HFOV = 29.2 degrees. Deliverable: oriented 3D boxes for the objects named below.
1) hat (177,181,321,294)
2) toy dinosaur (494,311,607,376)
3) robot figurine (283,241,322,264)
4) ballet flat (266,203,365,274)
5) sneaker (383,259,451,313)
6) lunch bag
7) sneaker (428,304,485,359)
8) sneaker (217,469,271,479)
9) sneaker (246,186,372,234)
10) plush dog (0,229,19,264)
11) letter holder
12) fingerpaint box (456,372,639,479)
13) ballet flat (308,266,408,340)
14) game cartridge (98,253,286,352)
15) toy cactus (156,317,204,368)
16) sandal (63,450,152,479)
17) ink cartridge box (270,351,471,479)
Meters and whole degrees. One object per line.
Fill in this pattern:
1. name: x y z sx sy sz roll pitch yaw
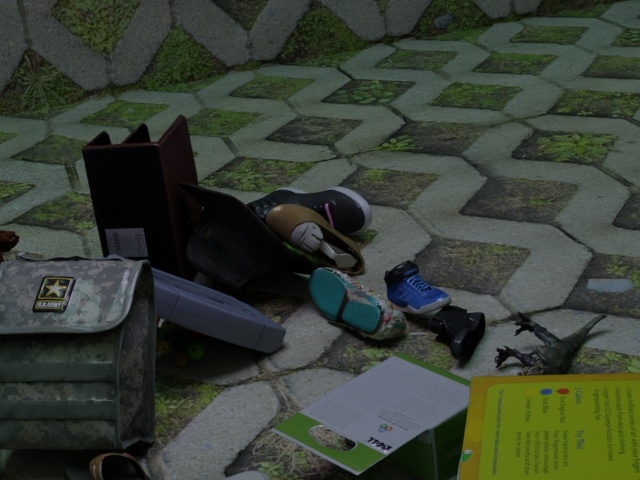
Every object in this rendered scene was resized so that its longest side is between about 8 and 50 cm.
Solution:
1. hat: -0.164 0.021 2.261 0.331 0.331 0.134 23 75 51
2. toy dinosaur: 0.346 0.167 1.917 0.118 0.064 0.268 14 27 28
3. robot figurine: -0.021 0.005 2.388 0.101 0.067 0.115 -12 36 -23
4. ballet flat: 0.000 0.000 2.269 0.232 0.080 0.073 26 16 -39
5. sneaker: 0.160 0.077 2.101 0.058 0.085 0.152 -19 8 -28
6. lunch bag: -0.370 0.160 1.811 0.235 0.287 0.169 -1 -5 13
7. sneaker: 0.214 0.149 2.012 0.089 0.051 0.170 2 20 23
8. sneaker: -0.179 0.351 1.551 0.292 0.118 0.110 -21 24 -34
9. sneaker: -0.036 -0.041 2.487 0.295 0.105 0.147 7 27 45
10. plush dog: -0.592 0.096 2.149 0.210 0.225 0.262 -5 23 5
11. letter holder: -0.328 -0.074 2.380 0.152 0.302 0.214 -3 22 12
12. fingerpaint box: 0.343 0.326 1.388 0.371 0.163 0.445 -3 23 12
13. ballet flat: 0.065 0.115 2.121 0.077 0.091 0.241 15 12 -35
14. game cartridge: -0.210 0.108 2.040 0.297 0.062 0.198 23 7 -35
15. toy cactus: -0.276 0.156 2.097 0.219 0.112 0.180 -4 11 30
16. sandal: -0.284 0.330 1.703 0.090 0.060 0.219 -20 26 -29
17. ink cartridge box: 0.088 0.269 1.696 0.255 0.097 0.188 -26 29 -34
